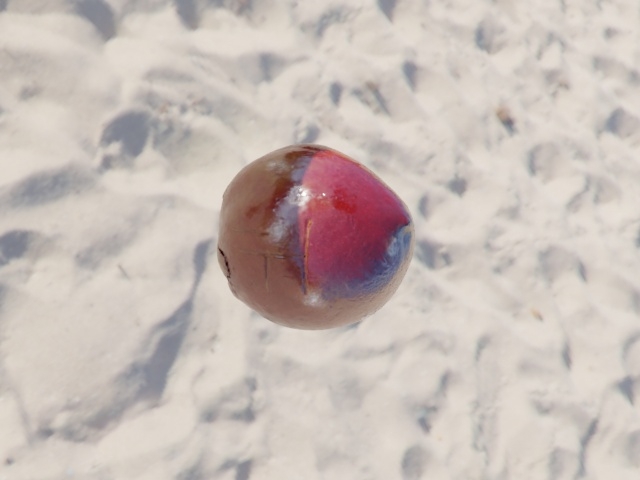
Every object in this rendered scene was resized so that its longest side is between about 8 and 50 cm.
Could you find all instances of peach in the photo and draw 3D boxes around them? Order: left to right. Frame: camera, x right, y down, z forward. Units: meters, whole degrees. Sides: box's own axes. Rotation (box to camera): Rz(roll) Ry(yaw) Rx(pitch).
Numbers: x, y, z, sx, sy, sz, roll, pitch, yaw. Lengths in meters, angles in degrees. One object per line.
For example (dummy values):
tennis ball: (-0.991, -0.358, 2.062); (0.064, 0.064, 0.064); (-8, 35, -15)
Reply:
peach: (0.000, 0.000, 1.175); (0.197, 0.197, 0.197); (24, 51, -33)
